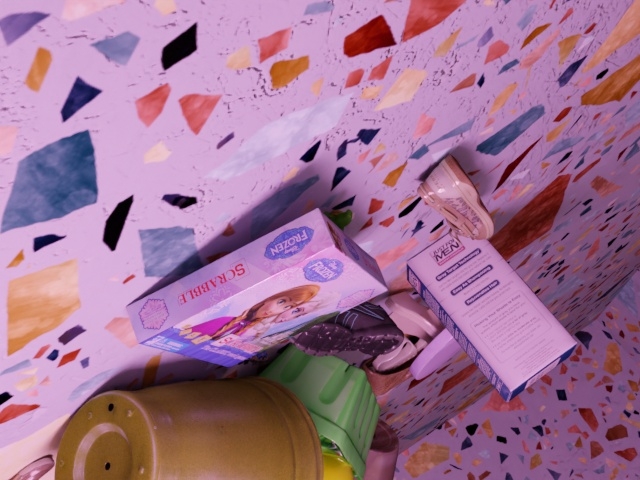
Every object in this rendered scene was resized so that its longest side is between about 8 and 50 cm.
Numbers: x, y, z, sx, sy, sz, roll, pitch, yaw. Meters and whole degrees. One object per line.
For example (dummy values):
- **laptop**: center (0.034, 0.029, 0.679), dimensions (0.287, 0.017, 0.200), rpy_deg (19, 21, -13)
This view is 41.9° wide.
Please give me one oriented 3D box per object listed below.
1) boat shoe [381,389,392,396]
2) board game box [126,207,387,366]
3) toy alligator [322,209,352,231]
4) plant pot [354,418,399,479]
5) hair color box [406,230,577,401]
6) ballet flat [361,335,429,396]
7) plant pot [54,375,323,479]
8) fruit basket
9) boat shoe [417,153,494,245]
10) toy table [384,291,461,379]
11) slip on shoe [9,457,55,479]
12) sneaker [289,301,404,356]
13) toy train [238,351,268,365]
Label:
- **boat shoe**: center (0.222, 0.358, 2.383), dimensions (0.206, 0.075, 0.065), rpy_deg (-40, -159, -7)
- **board game box**: center (-0.081, 0.089, 1.300), dimensions (0.318, 0.066, 0.318), rpy_deg (-27, 159, 11)
- **toy alligator**: center (0.000, 0.000, 1.366), dimensions (0.051, 0.056, 0.190), rpy_deg (18, 145, -9)
- **plant pot**: center (0.099, 0.692, 2.559), dimensions (0.323, 0.323, 0.280), rpy_deg (-7, 126, -50)
- **hair color box**: center (0.351, 0.144, 1.758), dimensions (0.174, 0.347, 0.105), rpy_deg (-33, 157, -9)
- **ballet flat**: center (0.246, 0.291, 2.231), dimensions (0.342, 0.116, 0.124), rpy_deg (-26, 136, -17)
- **plant pot**: center (-0.244, 0.396, 1.431), dimensions (0.366, 0.366, 0.353), rpy_deg (-44, 145, 16)
- **fruit basket**: center (-0.029, 0.443, 1.764), dimensions (0.392, 0.283, 0.392), rpy_deg (-48, 153, -35)
- **boat shoe**: center (0.250, -0.064, 1.549), dimensions (0.089, 0.104, 0.285), rpy_deg (-35, 148, 6)
- **toy table**: center (0.266, 0.178, 1.933), dimensions (0.274, 0.161, 0.252), rpy_deg (-46, 158, 21)
- **slip on shoe**: center (-0.511, 0.423, 1.428), dimensions (0.135, 0.041, 0.051), rpy_deg (-32, 157, -13)
- **sneaker**: center (0.041, 0.173, 1.698), dimensions (0.267, 0.106, 0.101), rpy_deg (9, 134, -33)
- **toy train**: center (-0.144, 0.218, 1.595), dimensions (0.036, 0.027, 0.158), rpy_deg (-53, 155, 8)
